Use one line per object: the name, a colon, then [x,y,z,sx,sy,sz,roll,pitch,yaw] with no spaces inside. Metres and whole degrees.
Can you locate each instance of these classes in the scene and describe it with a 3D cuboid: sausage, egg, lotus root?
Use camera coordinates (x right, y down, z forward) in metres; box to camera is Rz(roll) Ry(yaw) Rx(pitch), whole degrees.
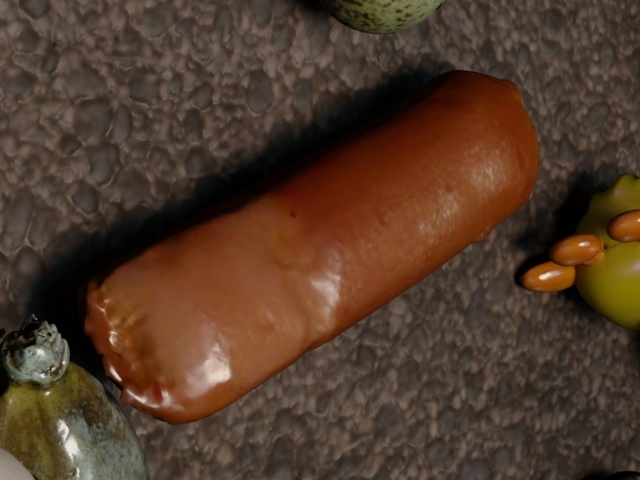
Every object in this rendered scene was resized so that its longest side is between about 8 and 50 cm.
sausage: [0.000,0.001,1.066,0.348,0.094,0.097,-31,88,-38]
egg: [0.040,-0.166,1.081,0.085,0.085,0.110,53,57,-37]
lotus root: [-0.135,0.108,0.959,0.088,0.088,0.165,-40,128,-33]

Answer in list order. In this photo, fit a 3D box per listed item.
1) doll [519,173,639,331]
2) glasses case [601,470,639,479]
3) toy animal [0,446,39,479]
doll: [0.233,0.027,1.292,0.221,0.143,0.135,27,50,-50]
glasses case: [0.150,0.283,1.279,0.321,0.082,0.122,-42,127,-32]
toy animal: [-0.229,0.162,0.790,0.267,0.213,0.212,27,78,-38]
